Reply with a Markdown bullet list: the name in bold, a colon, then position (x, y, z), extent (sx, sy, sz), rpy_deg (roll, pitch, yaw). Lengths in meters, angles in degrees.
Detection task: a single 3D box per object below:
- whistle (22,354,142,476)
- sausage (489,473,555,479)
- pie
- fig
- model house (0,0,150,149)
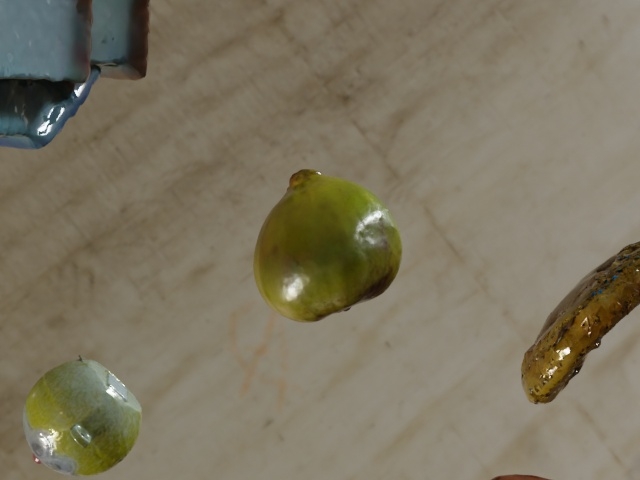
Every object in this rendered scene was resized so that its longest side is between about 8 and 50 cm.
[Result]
- **whistle**: position (-0.254, 0.179, 1.177), extent (0.123, 0.123, 0.223), rpy_deg (-38, 13, -4)
- **sausage**: position (0.088, 0.239, 0.605), extent (0.113, 0.113, 0.259), rpy_deg (-38, 5, 40)
- **pie**: position (0.321, 0.078, 1.282), extent (0.273, 0.069, 0.273), rpy_deg (-47, -7, -8)
- **fig**: position (0.004, 0.011, 1.003), extent (0.136, 0.121, 0.153), rpy_deg (-20, 28, -7)
- **model house**: position (-0.271, -0.212, 0.818), extent (0.252, 0.295, 0.329), rpy_deg (5, 9, 24)
